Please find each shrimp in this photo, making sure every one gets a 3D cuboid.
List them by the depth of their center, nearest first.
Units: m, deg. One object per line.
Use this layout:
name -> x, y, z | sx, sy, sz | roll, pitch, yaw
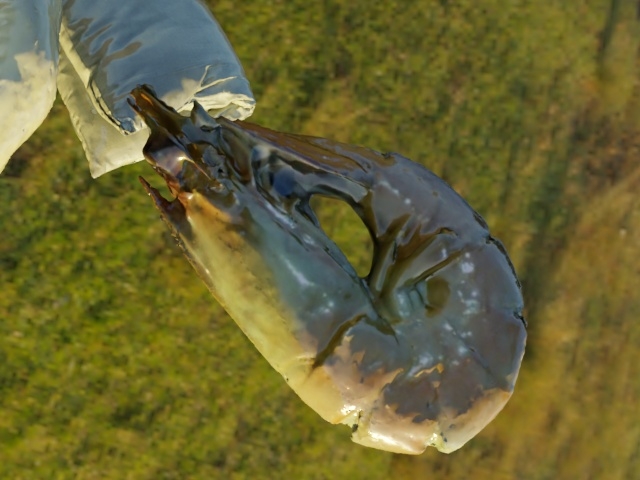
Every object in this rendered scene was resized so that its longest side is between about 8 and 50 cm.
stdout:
shrimp -> 0.000, 0.000, 0.748 | 0.145, 0.267, 0.061 | -49, 172, -12

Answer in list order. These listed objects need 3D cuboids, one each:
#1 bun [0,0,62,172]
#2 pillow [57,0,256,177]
bun -> -0.238, -0.096, 0.775 | 0.127, 0.222, 0.222 | 77, 30, -71
pillow -> -0.141, -0.151, 1.012 | 0.134, 0.181, 0.078 | -21, 165, -27
